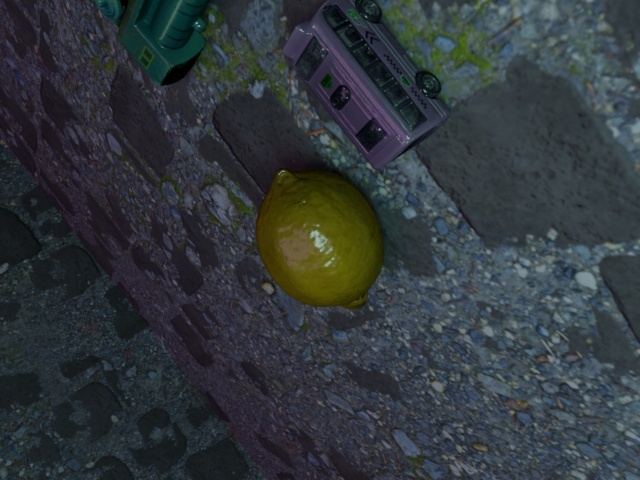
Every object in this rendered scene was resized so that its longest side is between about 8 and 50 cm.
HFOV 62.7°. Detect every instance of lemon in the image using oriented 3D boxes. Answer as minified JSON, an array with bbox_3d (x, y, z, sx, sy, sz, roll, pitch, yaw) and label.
[{"bbox_3d":[0.000,0.000,0.800,0.188,0.188,0.256,-2,122,51],"label":"lemon"}]

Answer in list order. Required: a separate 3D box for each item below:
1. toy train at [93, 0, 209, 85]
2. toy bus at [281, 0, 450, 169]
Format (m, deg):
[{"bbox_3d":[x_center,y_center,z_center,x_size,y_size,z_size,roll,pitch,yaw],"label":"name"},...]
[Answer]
[{"bbox_3d":[-0.234,-0.381,0.785,0.194,0.120,0.298,49,148,-11],"label":"toy train"},{"bbox_3d":[0.051,-0.189,0.627,0.198,0.108,0.096,51,147,0],"label":"toy bus"}]
